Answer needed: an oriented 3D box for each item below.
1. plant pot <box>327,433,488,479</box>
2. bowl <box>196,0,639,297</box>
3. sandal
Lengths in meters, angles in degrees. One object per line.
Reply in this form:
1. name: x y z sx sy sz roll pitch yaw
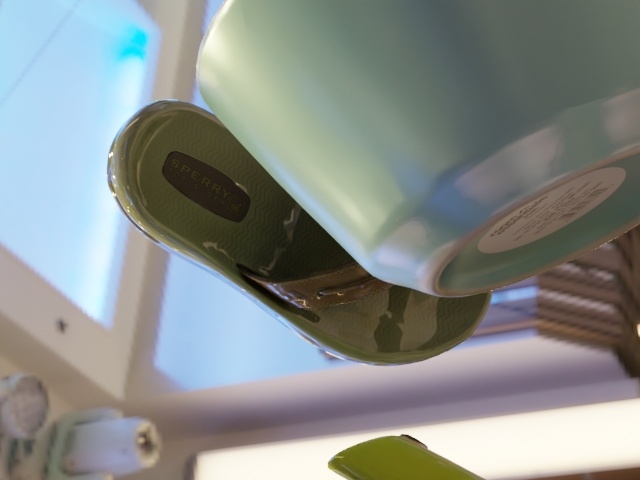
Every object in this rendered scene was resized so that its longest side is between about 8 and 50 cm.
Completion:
1. plant pot: 0.083 0.248 0.784 0.207 0.228 0.227 -61 -32 -8
2. bowl: 0.106 -0.080 0.769 0.311 0.311 0.163 13 -131 -63
3. sandal: -0.001 0.001 0.933 0.303 0.086 0.120 25 -110 -28
